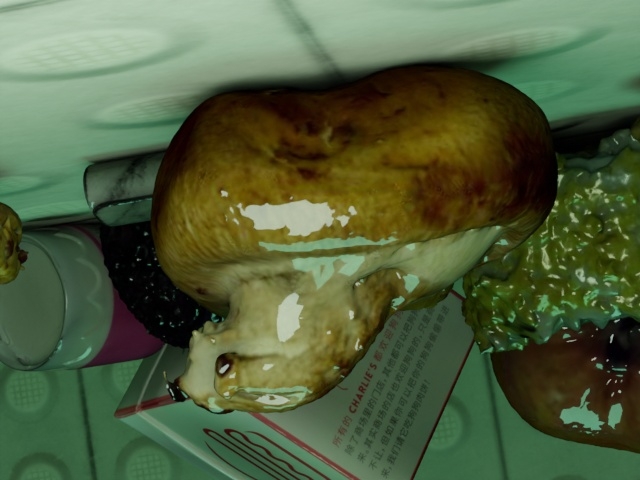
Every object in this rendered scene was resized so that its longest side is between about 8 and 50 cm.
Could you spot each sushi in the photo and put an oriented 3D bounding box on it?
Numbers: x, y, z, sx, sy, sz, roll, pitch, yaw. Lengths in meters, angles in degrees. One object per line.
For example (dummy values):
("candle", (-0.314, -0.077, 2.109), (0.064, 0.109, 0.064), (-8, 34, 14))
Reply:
("sushi", (0.325, -0.007, 1.856), (0.351, 0.240, 0.396), (-10, 178, 5))

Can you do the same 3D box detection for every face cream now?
("face cream", (-0.292, 0.067, 1.930), (0.175, 0.175, 0.195), (-13, 173, 38))

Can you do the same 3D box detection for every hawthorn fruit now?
("hawthorn fruit", (0.462, 0.107, 2.342), (0.471, 0.472, 0.472), (-9, 175, -1))

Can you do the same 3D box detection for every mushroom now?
("mushroom", (0.022, 0.005, 1.283), (0.345, 0.260, 0.345), (-10, 166, -3))

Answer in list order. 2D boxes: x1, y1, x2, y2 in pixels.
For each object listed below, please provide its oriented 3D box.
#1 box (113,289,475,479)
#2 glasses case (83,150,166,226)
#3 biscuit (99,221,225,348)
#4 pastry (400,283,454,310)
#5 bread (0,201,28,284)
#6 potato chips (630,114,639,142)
("box", (-0.024, 0.159, 2.055), (0.312, 0.314, 0.300), (35, 154, -18))
("glasses case", (-0.063, -0.066, 1.494), (0.299, 0.060, 0.114), (-9, 174, 8))
("biscuit", (-0.157, 0.025, 1.654), (0.053, 0.195, 0.194), (-27, -172, -39))
("pastry", (0.000, 0.000, 1.766), (0.310, 0.162, 0.255), (-1, -179, -31))
("bread", (-0.391, -0.006, 1.432), (0.235, 0.099, 0.210), (-4, 173, 3))
("potato chips", (0.388, -0.132, 1.537), (0.208, 0.062, 0.195), (-6, 169, -19))
